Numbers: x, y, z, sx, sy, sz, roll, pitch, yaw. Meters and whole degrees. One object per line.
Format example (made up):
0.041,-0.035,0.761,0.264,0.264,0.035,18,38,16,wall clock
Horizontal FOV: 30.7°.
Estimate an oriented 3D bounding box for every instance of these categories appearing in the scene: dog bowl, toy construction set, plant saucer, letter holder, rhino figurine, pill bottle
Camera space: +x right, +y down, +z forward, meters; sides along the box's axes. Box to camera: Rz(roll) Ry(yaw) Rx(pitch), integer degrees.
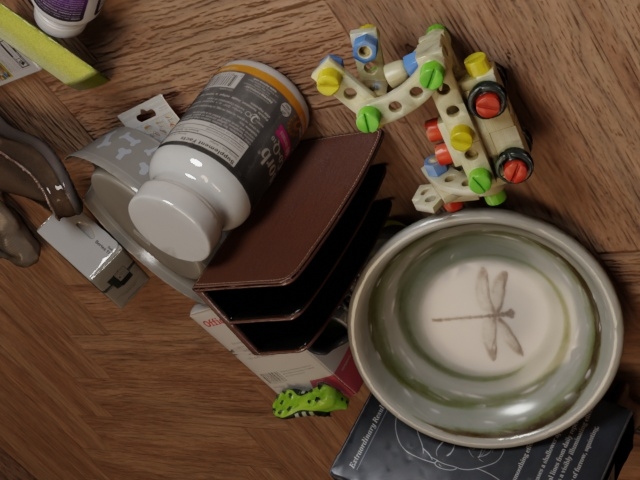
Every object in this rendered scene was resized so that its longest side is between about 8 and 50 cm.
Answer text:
-0.268,-0.047,1.950,0.349,0.102,0.349,38,160,16,dog bowl
0.149,-0.140,1.494,0.215,0.151,0.327,-16,137,20,toy construction set
0.243,0.120,1.732,0.401,0.100,0.400,4,116,8,plant saucer
0.000,0.000,1.669,0.214,0.302,0.152,-8,131,45,letter holder
-0.654,-0.035,2.391,0.106,0.073,0.243,13,143,34,rhino figurine
-0.144,-0.114,1.657,0.162,0.278,0.162,22,148,15,pill bottle
-0.351,-0.371,1.639,0.108,0.108,0.193,34,148,-4,pill bottle
-0.419,-0.289,1.781,0.188,0.045,0.188,35,-179,-6,plant saucer

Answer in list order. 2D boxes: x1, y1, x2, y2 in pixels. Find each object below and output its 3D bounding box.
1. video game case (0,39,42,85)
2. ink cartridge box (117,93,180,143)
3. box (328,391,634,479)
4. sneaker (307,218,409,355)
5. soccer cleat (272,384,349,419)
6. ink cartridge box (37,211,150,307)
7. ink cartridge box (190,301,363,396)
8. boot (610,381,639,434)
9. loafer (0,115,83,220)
-0.589,-0.354,1.942,0.206,0.026,0.227,-8,132,46,video game case
-0.228,-0.162,1.895,0.145,0.045,0.179,-15,119,50,ink cartridge box
0.265,0.355,1.886,0.395,0.293,0.212,22,162,22,box
0.072,0.086,1.860,0.111,0.121,0.300,32,129,-6,sneaker
-0.021,0.300,2.116,0.072,0.060,0.179,30,151,-29,soccer cleat
-0.423,0.027,2.182,0.153,0.087,0.208,40,170,17,ink cartridge box
-0.066,0.167,2.128,0.283,0.117,0.207,44,146,-21,ink cartridge box
0.505,0.273,1.872,0.087,0.042,0.118,22,149,3,boot
-0.558,-0.125,2.053,0.366,0.130,0.134,32,154,32,loafer
